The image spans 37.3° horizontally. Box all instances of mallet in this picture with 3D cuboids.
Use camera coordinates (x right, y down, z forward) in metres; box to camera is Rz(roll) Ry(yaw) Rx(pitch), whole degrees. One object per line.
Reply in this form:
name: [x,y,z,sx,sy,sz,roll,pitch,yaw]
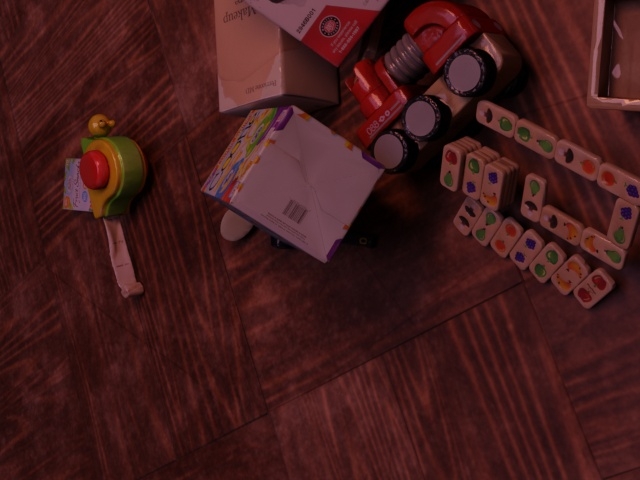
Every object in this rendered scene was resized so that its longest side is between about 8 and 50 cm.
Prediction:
mallet: [0.000,0.000,1.388,0.189,0.039,0.062,18,100,38]

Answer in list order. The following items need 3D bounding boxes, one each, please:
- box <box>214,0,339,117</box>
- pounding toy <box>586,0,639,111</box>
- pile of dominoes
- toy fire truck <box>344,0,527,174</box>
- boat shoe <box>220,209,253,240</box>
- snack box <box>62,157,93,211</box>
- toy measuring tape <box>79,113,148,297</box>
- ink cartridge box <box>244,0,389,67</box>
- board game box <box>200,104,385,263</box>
box: [-0.069,-0.344,1.401,0.148,0.121,0.311,-10,82,43]
pounding toy: [0.385,-0.160,0.996,0.181,0.094,0.206,10,105,38]
pile of dominoes: [0.243,-0.034,1.098,0.251,0.040,0.196,36,138,37]
toy fire truck: [0.121,-0.236,1.223,0.217,0.158,0.246,-46,70,33]
boat shoe: [-0.116,-0.059,1.492,0.137,0.049,0.043,-61,10,26]
snack box: [-0.434,-0.104,1.794,0.141,0.037,0.100,6,92,43]
toy measuring tape: [-0.348,-0.067,1.672,0.121,0.121,0.330,-16,87,42]
ink cartridge box: [-0.026,-0.390,1.215,0.272,0.114,0.197,34,124,-10]
board game box: [-0.047,-0.081,1.250,0.142,0.144,0.275,-58,16,-3]
